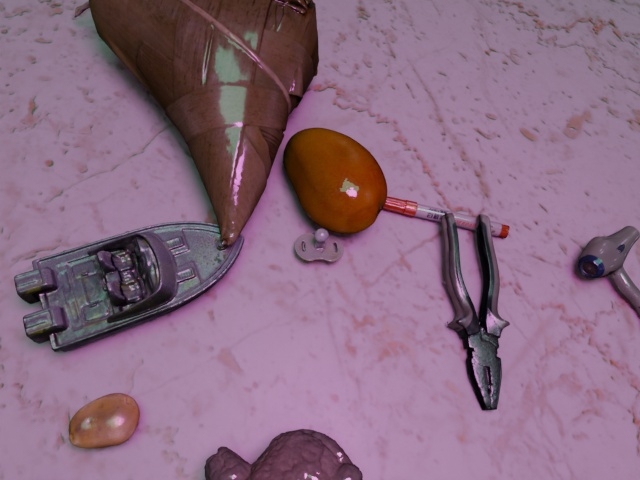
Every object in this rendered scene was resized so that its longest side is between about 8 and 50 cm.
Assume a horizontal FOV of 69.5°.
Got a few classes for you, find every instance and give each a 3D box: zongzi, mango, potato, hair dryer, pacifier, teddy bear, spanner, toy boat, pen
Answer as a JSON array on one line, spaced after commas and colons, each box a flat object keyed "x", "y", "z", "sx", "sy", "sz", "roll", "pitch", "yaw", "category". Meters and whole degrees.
[{"x": -0.284, "y": -0.274, "z": 0.777, "sx": 0.499, "sy": 0.218, "sz": 0.467, "roll": 19, "pitch": 62, "yaw": 2, "category": "zongzi"}, {"x": 0.026, "y": -0.111, "z": 0.794, "sx": 0.151, "sy": 0.120, "sz": 0.221, "roll": -17, "pitch": 59, "yaw": -14, "category": "mango"}, {"x": -0.283, "y": 0.238, "z": 0.606, "sx": 0.083, "sy": 0.062, "sz": 0.068, "roll": 0, "pitch": 30, "yaw": -33, "category": "potato"}, {"x": 0.564, "y": 0.060, "z": 0.826, "sx": 0.199, "sy": 0.067, "sz": 0.167, "roll": 46, "pitch": 60, "yaw": 4, "category": "hair dryer"}, {"x": 0.000, "y": 0.000, "z": 0.764, "sx": 0.083, "sy": 0.064, "sz": 0.068, "roll": 3, "pitch": 54, "yaw": -7, "category": "pacifier"}, {"x": -0.063, "y": 0.348, "z": 0.529, "sx": 0.267, "sy": 0.151, "sz": 0.236, "roll": -37, "pitch": 71, "yaw": -24, "category": "teddy bear"}, {"x": 0.253, "y": 0.104, "z": 0.753, "sx": 0.095, "sy": 0.040, "sz": 0.325, "roll": 1, "pitch": 68, "yaw": -3, "category": "spanner"}, {"x": -0.265, "y": 0.048, "z": 0.687, "sx": 0.319, "sy": 0.092, "sz": 0.141, "roll": -20, "pitch": 69, "yaw": -18, "category": "toy boat"}, {"x": 0.225, "y": -0.043, "z": 0.838, "sx": 0.238, "sy": 0.028, "sz": 0.028, "roll": 13, "pitch": 62, "yaw": -2, "category": "pen"}]
